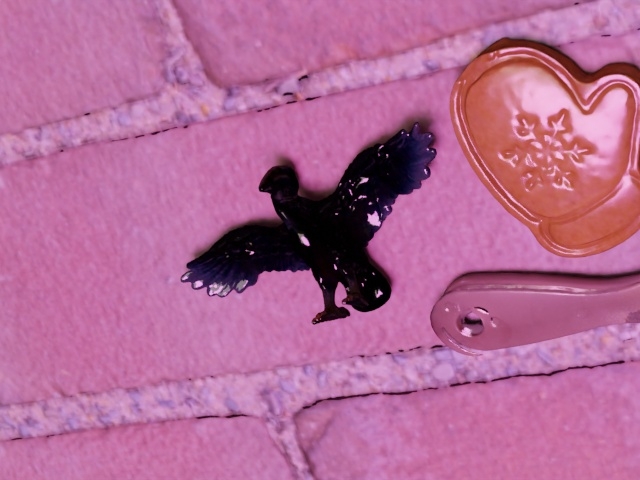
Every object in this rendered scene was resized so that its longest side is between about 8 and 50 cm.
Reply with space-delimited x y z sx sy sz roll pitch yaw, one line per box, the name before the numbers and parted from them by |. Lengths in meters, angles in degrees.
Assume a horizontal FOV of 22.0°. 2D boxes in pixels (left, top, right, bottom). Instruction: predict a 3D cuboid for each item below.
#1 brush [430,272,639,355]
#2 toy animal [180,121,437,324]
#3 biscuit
brush | 0.203 0.041 0.967 0.313 0.067 0.072 -6 114 27
toy animal | 0.000 0.000 1.039 0.220 0.062 0.108 -35 81 33
biscuit | 0.142 -0.059 0.962 0.140 0.023 0.118 46 124 -4
